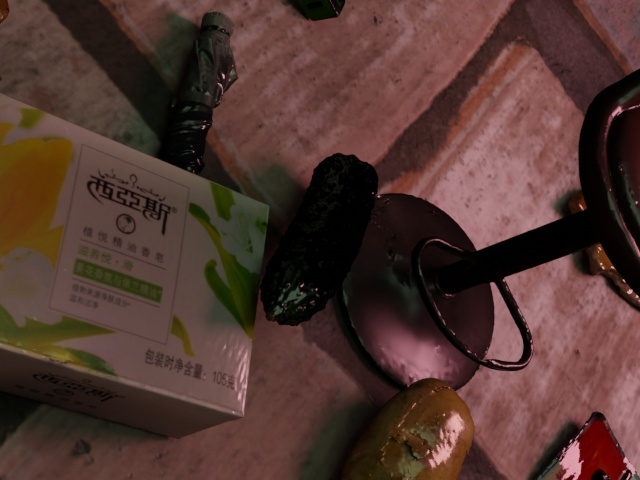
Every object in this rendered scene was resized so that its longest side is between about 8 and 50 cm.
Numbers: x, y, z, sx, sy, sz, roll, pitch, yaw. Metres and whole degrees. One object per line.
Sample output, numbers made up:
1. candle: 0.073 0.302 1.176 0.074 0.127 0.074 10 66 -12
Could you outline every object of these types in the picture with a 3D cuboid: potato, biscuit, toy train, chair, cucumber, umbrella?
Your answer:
1. potato: 0.083 0.208 1.004 0.170 0.080 0.107 -49 115 -36
2. biscuit: 0.402 0.027 1.376 0.176 0.031 0.228 -29 93 -42
3. toy train: 0.024 -0.331 1.203 0.044 0.042 0.209 56 42 -39
4. chair: 0.223 -0.005 0.993 0.227 0.401 0.226 17 61 -35
5. cucumber: 0.002 0.000 0.959 0.072 0.072 0.300 49 25 -13
6. umbrella: -0.114 -0.135 1.012 0.050 0.046 0.188 42 46 -42

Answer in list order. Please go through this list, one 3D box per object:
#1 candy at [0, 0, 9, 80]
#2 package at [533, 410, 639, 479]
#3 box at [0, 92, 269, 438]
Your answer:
1. candy: -0.291 -0.207 0.893 0.053 0.046 0.182 2 66 -36
2. package: 0.333 0.345 1.173 0.269 0.071 0.194 48 46 4
3. box: -0.181 0.028 0.844 0.260 0.111 0.194 20 60 -30
